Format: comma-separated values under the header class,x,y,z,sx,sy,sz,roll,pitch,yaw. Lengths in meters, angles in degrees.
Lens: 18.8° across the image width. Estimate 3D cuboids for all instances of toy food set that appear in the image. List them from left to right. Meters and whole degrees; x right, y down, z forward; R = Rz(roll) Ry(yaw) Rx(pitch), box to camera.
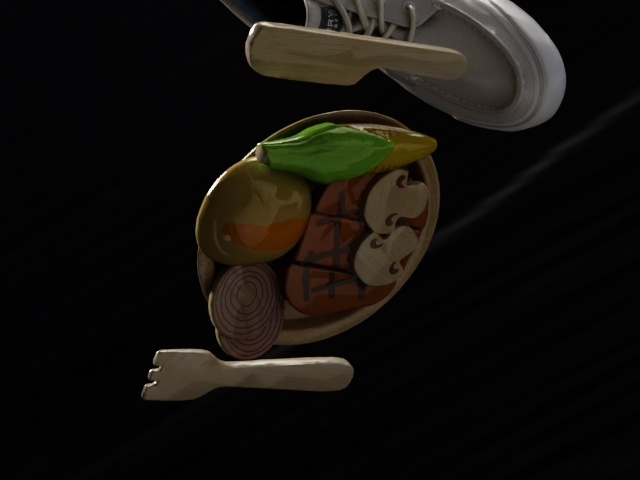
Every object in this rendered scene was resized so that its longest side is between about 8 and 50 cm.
class,x,y,z,sx,sy,sz,roll,pitch,yaw
toy food set,0.000,0.000,0.875,0.132,0.192,0.038,2,-151,-32

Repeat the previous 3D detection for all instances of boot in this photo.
class,x,y,z,sx,sy,sz,roll,pitch,yaw
boot,0.034,-0.142,1.312,0.258,0.095,0.123,32,-149,32
